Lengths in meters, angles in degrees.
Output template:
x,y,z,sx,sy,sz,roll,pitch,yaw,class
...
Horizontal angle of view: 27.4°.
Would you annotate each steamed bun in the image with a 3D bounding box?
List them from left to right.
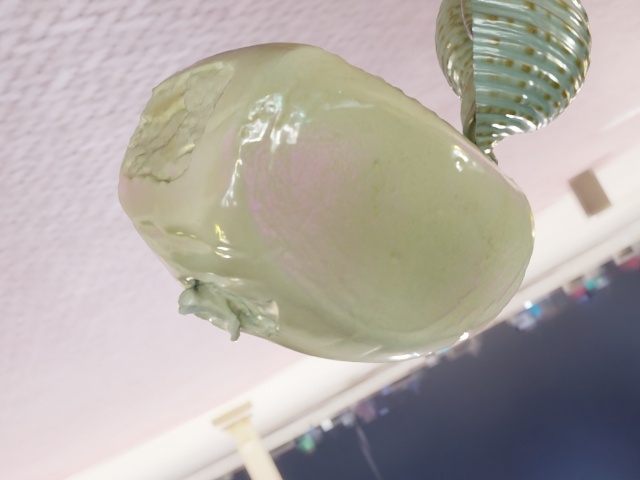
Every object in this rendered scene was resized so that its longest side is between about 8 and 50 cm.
x,y,z,sx,sy,sz,roll,pitch,yaw,class
0.000,0.000,0.753,0.239,0.152,0.170,33,159,-35,steamed bun

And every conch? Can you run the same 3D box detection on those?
x,y,z,sx,sy,sz,roll,pitch,yaw,class
0.128,-0.131,0.865,0.102,0.153,0.135,-17,142,7,conch
